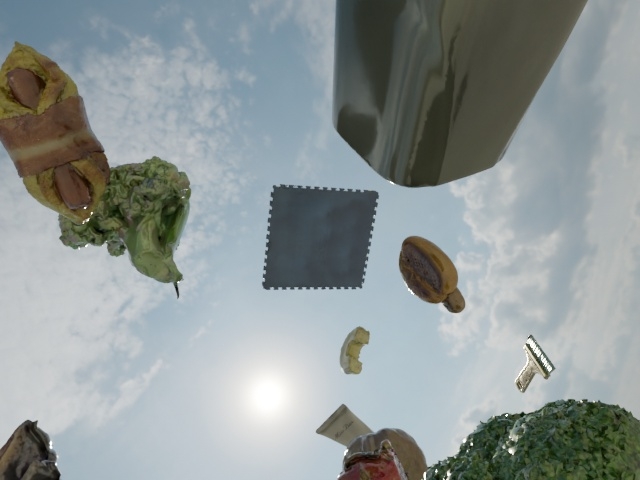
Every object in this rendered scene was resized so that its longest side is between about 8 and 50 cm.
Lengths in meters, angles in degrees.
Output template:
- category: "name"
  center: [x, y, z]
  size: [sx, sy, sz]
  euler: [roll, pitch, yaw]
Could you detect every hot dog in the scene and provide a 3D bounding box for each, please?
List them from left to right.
- category: "hot dog"
  center: [-0.382, -0.148, 0.633]
  size: [0.123, 0.093, 0.261]
  euler: [-24, -74, -10]
- category: "hot dog"
  center: [0.181, 0.055, 0.726]
  size: [0.060, 0.140, 0.089]
  euler: [-2, -51, -37]

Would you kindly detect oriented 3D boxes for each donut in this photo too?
- category: "donut"
  center: [0.115, 0.385, 1.537]
  size: [0.065, 0.108, 0.165]
  euler: [24, -118, -13]

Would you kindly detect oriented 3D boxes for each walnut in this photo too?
- category: "walnut"
  center: [0.186, 0.666, 1.279]
  size: [0.248, 0.248, 0.248]
  euler: [-17, -65, -41]

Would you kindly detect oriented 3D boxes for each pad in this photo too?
- category: "pad"
  center: [0.000, 0.000, 1.078]
  size: [0.269, 0.012, 0.269]
  euler: [3, -70, -17]

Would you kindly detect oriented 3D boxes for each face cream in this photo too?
- category: "face cream"
  center: [0.126, 0.711, 1.643]
  size: [0.143, 0.089, 0.314]
  euler: [-45, -62, 2]

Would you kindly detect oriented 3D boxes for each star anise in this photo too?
- category: "star anise"
  center: [-0.352, 0.351, 0.580]
  size: [0.093, 0.229, 0.236]
  euler: [-26, -94, -52]

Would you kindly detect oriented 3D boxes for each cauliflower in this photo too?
- category: "cauliflower"
  center: [-0.335, -0.023, 0.855]
  size: [0.256, 0.315, 0.239]
  euler: [-39, -35, 11]

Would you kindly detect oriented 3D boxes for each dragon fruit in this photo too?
- category: "dragon fruit"
  center: [0.143, 0.556, 0.984]
  size: [0.147, 0.211, 0.282]
  euler: [-36, -16, 3]

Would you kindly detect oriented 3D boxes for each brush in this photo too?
- category: "brush"
  center: [0.459, 0.286, 0.979]
  size: [0.010, 0.082, 0.218]
  euler: [-18, -39, -5]

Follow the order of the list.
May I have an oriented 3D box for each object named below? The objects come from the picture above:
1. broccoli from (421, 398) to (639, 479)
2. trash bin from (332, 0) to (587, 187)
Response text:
- category: "broccoli"
  center: [0.207, 0.320, 0.367]
  size: [0.321, 0.310, 0.413]
  euler: [-46, -20, 17]
- category: "trash bin"
  center: [0.119, -0.203, 0.423]
  size: [0.220, 0.219, 0.250]
  euler: [-18, -40, -21]
